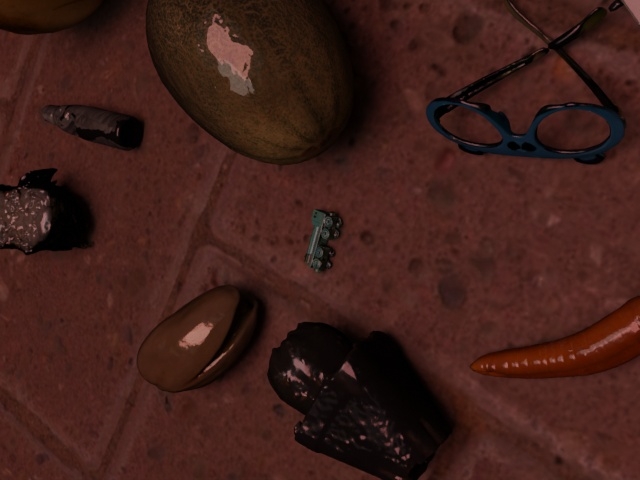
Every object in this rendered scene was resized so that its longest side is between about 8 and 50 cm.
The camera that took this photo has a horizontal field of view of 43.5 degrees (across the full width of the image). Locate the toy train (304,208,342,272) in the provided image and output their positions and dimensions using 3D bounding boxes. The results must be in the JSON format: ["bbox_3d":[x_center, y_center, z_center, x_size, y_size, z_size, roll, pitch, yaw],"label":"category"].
[{"bbox_3d":[0.000,0.000,1.154,0.045,0.029,0.092,24,104,36],"label":"toy train"}]

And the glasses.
[{"bbox_3d":[0.245,-0.199,0.958,0.239,0.102,0.206,6,94,31],"label":"glasses"}]

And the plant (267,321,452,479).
[{"bbox_3d":[0.048,0.210,1.067,0.256,0.142,0.164,38,110,13],"label":"plant"}]

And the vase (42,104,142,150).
[{"bbox_3d":[-0.399,-0.200,1.371,0.211,0.060,0.059,16,99,30],"label":"vase"}]

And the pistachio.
[{"bbox_3d":[-0.187,0.151,1.219,0.226,0.136,0.135,-39,72,19],"label":"pistachio"}]

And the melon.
[{"bbox_3d":[-0.091,-0.251,1.078,0.248,0.249,0.329,-45,77,24],"label":"melon"}]

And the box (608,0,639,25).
[{"bbox_3d":[0.370,-0.399,0.913,0.211,0.045,0.270,-38,73,26],"label":"box"}]

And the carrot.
[{"bbox_3d":[0.303,0.132,0.960,0.271,0.062,0.066,-31,108,32],"label":"carrot"}]

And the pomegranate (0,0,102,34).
[{"bbox_3d":[-0.472,-0.498,1.271,0.333,0.333,0.332,1,91,31],"label":"pomegranate"}]

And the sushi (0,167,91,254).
[{"bbox_3d":[-0.510,-0.050,1.410,0.213,0.115,0.147,-2,93,30],"label":"sushi"}]
